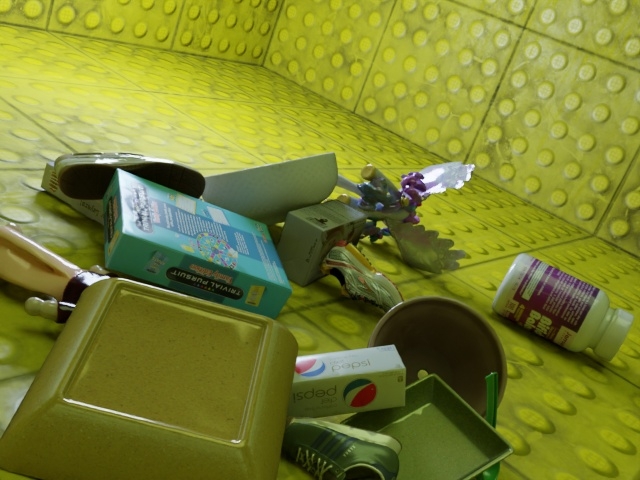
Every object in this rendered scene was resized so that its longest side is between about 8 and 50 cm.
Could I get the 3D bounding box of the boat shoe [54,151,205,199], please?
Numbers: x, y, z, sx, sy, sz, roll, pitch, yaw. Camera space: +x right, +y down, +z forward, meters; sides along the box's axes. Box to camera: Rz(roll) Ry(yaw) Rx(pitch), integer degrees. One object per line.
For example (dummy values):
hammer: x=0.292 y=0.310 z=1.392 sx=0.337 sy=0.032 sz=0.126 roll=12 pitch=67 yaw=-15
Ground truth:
boat shoe: x=-0.386 y=-0.134 z=1.507 sx=0.303 sy=0.109 sz=0.098 roll=0 pitch=31 yaw=-31

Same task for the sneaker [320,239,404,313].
sneaker: x=0.093 y=0.106 z=1.584 sx=0.225 sy=0.093 sz=0.088 roll=43 pitch=-19 yaw=14

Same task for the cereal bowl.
cereal bowl: x=-0.116 y=-0.113 z=1.757 sx=0.339 sy=0.141 sz=0.339 roll=-10 pitch=5 yaw=1

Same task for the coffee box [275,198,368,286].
coffee box: x=0.000 y=0.000 z=1.678 sx=0.098 sy=0.141 sz=0.246 roll=28 pitch=20 yaw=19

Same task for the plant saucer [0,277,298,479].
plant saucer: x=-0.196 y=0.176 z=0.964 sx=0.333 sy=0.080 sz=0.332 roll=15 pitch=35 yaw=-5

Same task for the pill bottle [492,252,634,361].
pill bottle: x=0.586 y=0.167 z=1.784 sx=0.302 sy=0.169 sz=0.169 roll=28 pitch=21 yaw=19

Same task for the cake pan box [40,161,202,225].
cake pan box: x=-0.428 y=-0.100 z=1.620 sx=0.267 sy=0.070 sz=0.246 roll=29 pitch=24 yaw=19

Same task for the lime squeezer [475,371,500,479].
lime squeezer: x=0.293 y=0.362 z=1.099 sx=0.059 sy=0.110 sz=0.310 roll=19 pitch=43 yaw=-60

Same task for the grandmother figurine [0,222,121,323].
grandmother figurine: x=-0.384 y=0.076 z=1.164 sx=0.343 sy=0.104 sz=0.208 roll=21 pitch=28 yaw=9

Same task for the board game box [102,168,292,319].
board game box: x=-0.240 y=0.007 z=1.408 sx=0.336 sy=0.079 sz=0.253 roll=21 pitch=23 yaw=-27

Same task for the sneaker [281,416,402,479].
sneaker: x=0.014 y=0.302 z=1.011 sx=0.192 sy=0.064 sz=0.086 roll=9 pitch=43 yaw=4

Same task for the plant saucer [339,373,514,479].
plant saucer: x=0.155 y=0.305 z=1.095 sx=0.188 sy=0.045 sz=0.188 roll=-22 pitch=39 yaw=-24

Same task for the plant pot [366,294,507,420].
plant pot: x=0.188 y=0.221 z=1.257 sx=0.238 sy=0.237 sz=0.109 roll=22 pitch=-20 yaw=2

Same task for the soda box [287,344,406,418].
soda box: x=0.018 y=0.218 z=1.117 sx=0.216 sy=0.073 sz=0.069 roll=-6 pitch=25 yaw=-7

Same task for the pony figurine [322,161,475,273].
pony figurine: x=0.197 y=-0.091 z=1.933 sx=0.364 sy=0.302 sz=0.351 roll=22 pitch=-11 yaw=-42
